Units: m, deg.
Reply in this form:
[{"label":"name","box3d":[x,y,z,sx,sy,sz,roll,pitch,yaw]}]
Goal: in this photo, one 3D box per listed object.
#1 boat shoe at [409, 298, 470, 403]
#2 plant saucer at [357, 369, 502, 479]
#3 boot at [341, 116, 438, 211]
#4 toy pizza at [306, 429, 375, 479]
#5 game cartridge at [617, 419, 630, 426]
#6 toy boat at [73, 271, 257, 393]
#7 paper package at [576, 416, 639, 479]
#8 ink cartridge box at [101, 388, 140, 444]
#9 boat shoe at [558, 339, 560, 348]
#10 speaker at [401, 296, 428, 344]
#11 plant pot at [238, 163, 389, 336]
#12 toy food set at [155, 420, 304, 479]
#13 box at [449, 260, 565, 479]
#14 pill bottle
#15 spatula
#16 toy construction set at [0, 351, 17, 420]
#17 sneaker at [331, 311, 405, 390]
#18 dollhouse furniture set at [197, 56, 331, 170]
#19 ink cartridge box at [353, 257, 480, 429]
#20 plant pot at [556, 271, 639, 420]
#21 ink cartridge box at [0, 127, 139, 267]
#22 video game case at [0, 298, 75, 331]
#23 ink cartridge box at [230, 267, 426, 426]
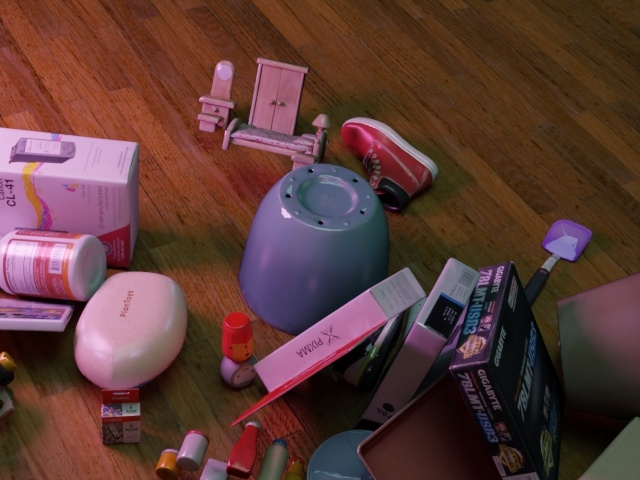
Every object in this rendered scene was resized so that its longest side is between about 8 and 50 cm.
[{"label":"boat shoe","box3d":[0.254,0.228,1.812,0.105,0.113,0.306,45,52,-13]},{"label":"plant saucer","box3d":[0.202,0.375,1.631,0.259,0.048,0.258,-33,88,-36]},{"label":"boot","box3d":[0.112,-0.165,2.201,0.244,0.088,0.176,35,51,19]},{"label":"toy pizza","box3d":[0.076,0.400,1.660,0.201,0.032,0.201,6,44,-6]},{"label":"game cartridge","box3d":[0.634,0.280,1.844,0.294,0.060,0.196,34,57,21]},{"label":"toy boat","box3d":[-0.267,0.180,1.760,0.318,0.148,0.267,6,39,7]},{"label":"paper package","box3d":[0.526,0.479,1.537,0.325,0.168,0.309,37,40,24]},{"label":"ink cartridge box","box3d":[-0.324,0.287,1.641,0.063,0.115,0.029,-1,45,-11]},{"label":"boat shoe","box3d":[0.523,0.169,1.950,0.219,0.078,0.070,-20,15,-35]},{"label":"speaker","box3d":[0.185,0.171,1.894,0.055,0.055,0.136,14,44,4]},{"label":"plant pot","box3d":[0.000,0.000,1.905,0.293,0.235,0.293,6,45,-6]},{"label":"toy food set","box3d":[-0.137,0.350,1.615,0.232,0.111,0.104,16,44,3]},{"label":"box","box3d":[0.313,0.231,1.632,0.073,0.293,0.295,-14,23,24]},{"label":"pill bottle","box3d":[-0.510,0.043,1.832,0.216,0.121,0.121,4,42,17]},{"label":"spatula","box3d":[0.468,0.054,2.081,0.084,0.030,0.296,28,47,19]},{"label":"toy construction set","box3d":[-0.640,0.230,1.621,0.309,0.237,0.257,20,76,28]},{"label":"sneaker","box3d":[0.088,0.171,1.855,0.097,0.084,0.235,21,45,12]},{"label":"dollhouse furniture set","box3d":[-0.128,-0.278,2.098,0.303,0.174,0.355,12,15,3]},{"label":"ink cartridge box","box3d":[0.157,0.191,1.681,0.065,0.333,0.165,29,48,5]},{"label":"plant pot","box3d":[0.553,0.183,1.719,0.280,0.323,0.323,-5,43,14]},{"label":"ink cartridge box","box3d":[-0.501,-0.079,1.900,0.306,0.226,0.131,4,43,-4]},{"label":"video game case","box3d":[-0.538,0.129,1.754,0.201,0.023,0.183,3,6,-8]},{"label":"ink cartridge box","box3d":[-0.001,0.171,1.651,0.066,0.296,0.261,57,35,5]}]
